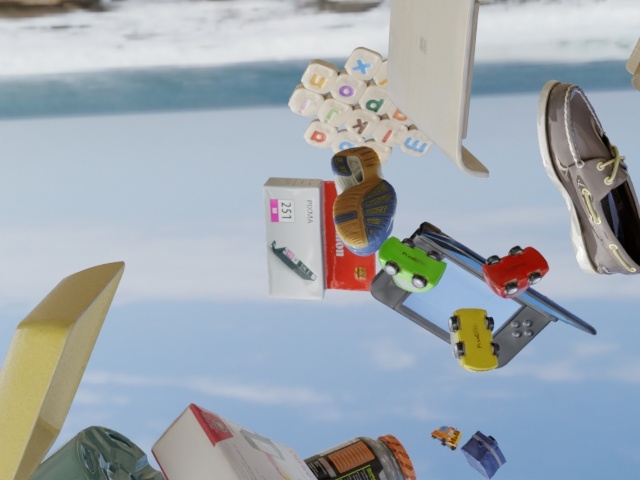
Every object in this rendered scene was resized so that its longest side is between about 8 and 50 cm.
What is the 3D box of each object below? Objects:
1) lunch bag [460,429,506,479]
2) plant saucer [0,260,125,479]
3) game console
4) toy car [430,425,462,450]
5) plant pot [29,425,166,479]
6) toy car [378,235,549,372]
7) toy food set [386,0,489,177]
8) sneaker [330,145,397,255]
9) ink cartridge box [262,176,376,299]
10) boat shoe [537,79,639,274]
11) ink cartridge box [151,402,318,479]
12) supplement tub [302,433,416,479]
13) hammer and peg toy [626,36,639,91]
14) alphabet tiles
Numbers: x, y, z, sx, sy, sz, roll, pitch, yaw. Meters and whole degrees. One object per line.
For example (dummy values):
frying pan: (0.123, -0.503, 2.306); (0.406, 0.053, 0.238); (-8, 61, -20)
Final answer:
lunch bag: (0.338, 0.437, 2.295); (0.065, 0.098, 0.067); (-44, -133, -13)
plant saucer: (-0.410, 0.201, 1.634); (0.081, 0.332, 0.333); (23, -166, -2)
game console: (0.257, 0.113, 1.827); (0.293, 0.250, 0.173); (32, -149, -13)
toy car: (0.259, 0.380, 2.138); (0.060, 0.040, 0.122); (36, 168, -13)
plant pot: (-0.460, 0.536, 2.026); (0.334, 0.341, 0.341); (-42, 178, 12)
toy car: (0.184, 0.067, 1.584); (0.225, 0.053, 0.239); (27, -126, 11)
toy food set: (0.175, -0.259, 1.451); (0.092, 0.306, 0.219); (-12, -145, -18)
sneaker: (0.083, -0.045, 1.931); (0.112, 0.131, 0.296); (-9, -147, 6)
ink cartridge box: (0.000, 0.000, 2.465); (0.239, 0.275, 0.060); (3, -157, 11)
boat shoe: (0.399, -0.086, 1.602); (0.097, 0.324, 0.116); (5, -143, 44)
ink cartridge box: (-0.129, 0.448, 2.021); (0.306, 0.131, 0.226); (32, -170, -44)
supplement tub: (0.042, 0.555, 2.468); (0.316, 0.193, 0.193); (-18, -168, -21)
hammer and peg toy: (0.640, -0.265, 1.560); (0.361, 0.266, 0.127); (26, -126, 11)
alphabet tiles: (0.092, -0.245, 2.069); (0.284, 0.021, 0.278); (18, 142, -12)
